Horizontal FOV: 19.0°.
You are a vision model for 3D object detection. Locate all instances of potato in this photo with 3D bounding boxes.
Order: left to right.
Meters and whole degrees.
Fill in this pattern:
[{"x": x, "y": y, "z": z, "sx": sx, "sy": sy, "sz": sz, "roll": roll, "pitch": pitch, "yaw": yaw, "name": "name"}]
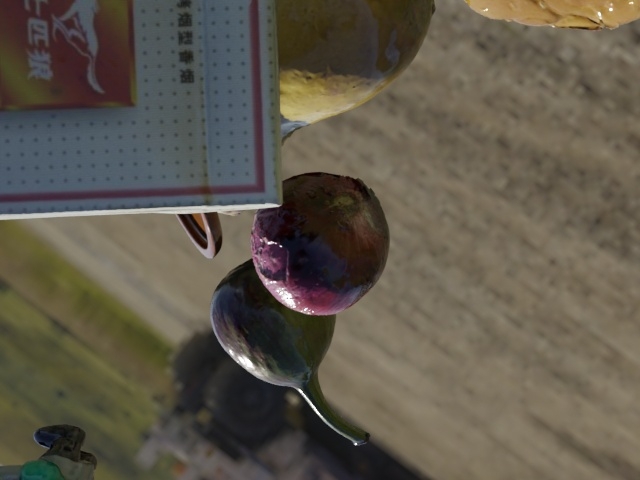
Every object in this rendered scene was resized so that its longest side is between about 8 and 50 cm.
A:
[{"x": -0.036, "y": -0.201, "z": 2.124, "sx": 0.296, "sy": 0.397, "sz": 0.290, "roll": 16, "pitch": -178, "yaw": 35, "name": "potato"}]

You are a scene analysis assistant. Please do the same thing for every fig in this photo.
[{"x": -0.023, "y": 0.128, "z": 2.054, "sx": 0.245, "sy": 0.149, "sz": 0.149, "roll": 61, "pitch": 169, "yaw": -10, "name": "fig"}]

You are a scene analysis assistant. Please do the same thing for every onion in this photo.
[{"x": 0.000, "y": 0.000, "z": 1.708, "sx": 0.131, "sy": 0.131, "sz": 0.131, "roll": 37, "pitch": 174, "yaw": 5, "name": "onion"}]

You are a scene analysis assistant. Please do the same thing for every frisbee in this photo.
[{"x": -0.154, "y": -0.097, "z": 1.878, "sx": 0.250, "sy": 0.021, "sz": 0.251, "roll": 61, "pitch": 170, "yaw": 18, "name": "frisbee"}]

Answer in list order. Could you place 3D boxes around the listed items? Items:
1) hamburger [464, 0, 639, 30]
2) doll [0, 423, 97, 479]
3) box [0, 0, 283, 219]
[{"x": 0.255, "y": -0.304, "z": 1.870, "sx": 0.245, "sy": 0.155, "sz": 0.282, "roll": 28, "pitch": 154, "yaw": -12, "name": "hamburger"}, {"x": -0.259, "y": 0.287, "z": 1.625, "sx": 0.258, "sy": 0.153, "sz": 0.195, "roll": -51, "pitch": -49, "yaw": -69, "name": "doll"}, {"x": -0.190, "y": -0.117, "z": 1.162, "sx": 0.330, "sy": 0.210, "sz": 0.095, "roll": -3, "pitch": -176, "yaw": -3, "name": "box"}]
